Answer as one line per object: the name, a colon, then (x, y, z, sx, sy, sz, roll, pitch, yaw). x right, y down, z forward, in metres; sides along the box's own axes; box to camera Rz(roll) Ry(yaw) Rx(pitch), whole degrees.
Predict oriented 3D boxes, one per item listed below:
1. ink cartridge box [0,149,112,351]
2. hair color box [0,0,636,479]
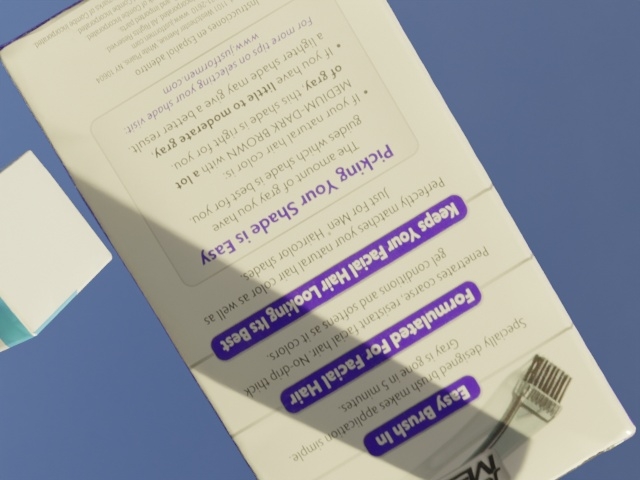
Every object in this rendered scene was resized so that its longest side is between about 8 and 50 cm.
ink cartridge box: (-0.482, 0.042, 1.549, 0.270, 0.198, 0.197, -24, -71, 36)
hair color box: (0.000, 0.000, 0.604, 0.185, 0.110, 0.339, -31, -86, 0)
